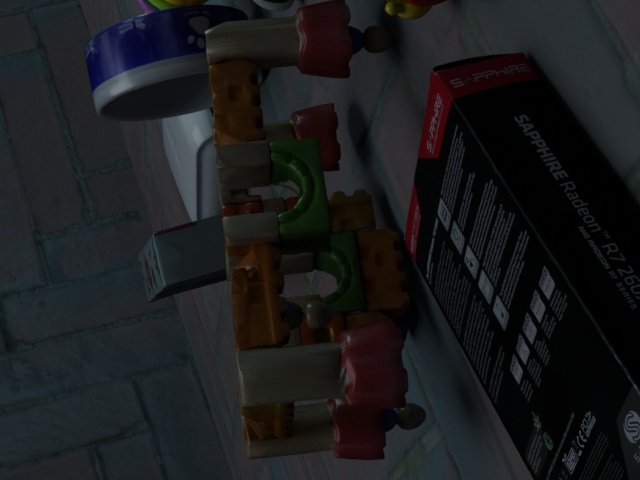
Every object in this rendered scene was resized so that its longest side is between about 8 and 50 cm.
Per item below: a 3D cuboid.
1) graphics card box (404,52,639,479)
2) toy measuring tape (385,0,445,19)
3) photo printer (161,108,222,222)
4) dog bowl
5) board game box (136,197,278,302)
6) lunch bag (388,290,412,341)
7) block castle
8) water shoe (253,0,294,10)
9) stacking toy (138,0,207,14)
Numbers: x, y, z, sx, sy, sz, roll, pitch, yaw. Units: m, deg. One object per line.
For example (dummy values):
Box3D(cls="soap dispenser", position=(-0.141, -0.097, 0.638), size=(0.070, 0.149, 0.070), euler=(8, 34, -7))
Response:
Box3D(cls="graphics card box", position=(0.188, 0.052, 0.927), size=(0.233, 0.094, 0.371), euler=(95, 157, -49))
Box3D(cls="toy measuring tape", position=(0.089, -0.292, 0.929), size=(0.330, 0.121, 0.121), euler=(105, 147, -60))
Box3D(cls="photo printer", position=(-0.222, -0.200, 2.114), size=(0.307, 0.107, 0.256), euler=(100, 152, -56))
Box3D(cls="dog bowl", position=(-0.228, -0.272, 1.776), size=(0.265, 0.265, 0.104), euler=(150, 106, -74))
Box3D(cls="board game box", position=(-0.194, 0.023, 2.001), size=(0.303, 0.224, 0.097), euler=(145, 108, -73))
Box3D(cls="lunch bag", position=(0.072, 0.078, 1.409), size=(0.065, 0.067, 0.098), euler=(104, 150, -59))
Box3D(cls="block castle", position=(0.000, 0.000, 1.248), size=(0.303, 0.213, 0.453), euler=(96, 167, -65))
Box3D(cls="water shoe", position=(-0.080, -0.402, 1.502), size=(0.080, 0.073, 0.203), euler=(133, 121, -69))
Box3D(cls="stacking toy", position=(-0.219, -0.397, 1.719), size=(0.302, 0.166, 0.175), euler=(-43, 62, 59))
